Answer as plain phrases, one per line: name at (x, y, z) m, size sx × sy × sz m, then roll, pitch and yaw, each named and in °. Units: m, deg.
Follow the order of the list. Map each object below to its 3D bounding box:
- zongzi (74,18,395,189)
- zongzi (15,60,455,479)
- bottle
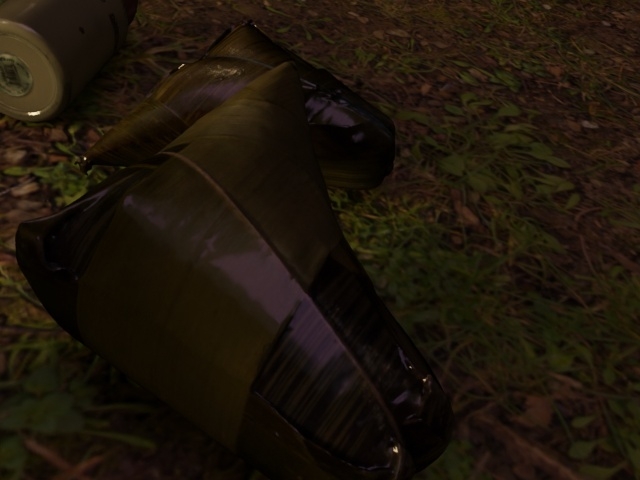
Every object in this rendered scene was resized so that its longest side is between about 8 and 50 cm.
zongzi at (-0.064, -0.088, 0.660) m, size 0.221 × 0.112 × 0.242 m, roll 32°, pitch 51°, yaw 17°
zongzi at (0.000, 0.000, 0.510) m, size 0.289 × 0.154 × 0.317 m, roll 31°, pitch 58°, yaw 13°
bottle at (-0.267, -0.226, 0.746) m, size 0.109 × 0.110 × 0.233 m, roll 15°, pitch 40°, yaw -1°
